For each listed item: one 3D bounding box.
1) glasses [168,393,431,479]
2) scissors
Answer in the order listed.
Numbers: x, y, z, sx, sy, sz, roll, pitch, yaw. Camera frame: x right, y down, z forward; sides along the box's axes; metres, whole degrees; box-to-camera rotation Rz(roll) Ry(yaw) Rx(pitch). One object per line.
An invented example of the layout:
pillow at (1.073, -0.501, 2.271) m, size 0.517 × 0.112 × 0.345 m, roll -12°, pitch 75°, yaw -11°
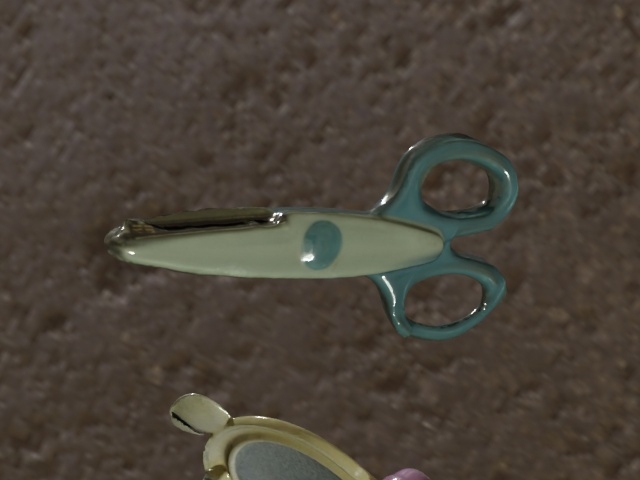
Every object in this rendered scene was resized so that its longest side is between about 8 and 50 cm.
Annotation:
glasses at (-0.013, 0.175, 0.633) m, size 0.190 × 0.088 × 0.220 m, roll 16°, pitch 76°, yaw 48°
scissors at (0.000, 0.000, 1.238) m, size 0.041 × 0.289 × 0.138 m, roll 24°, pitch 112°, yaw 56°
